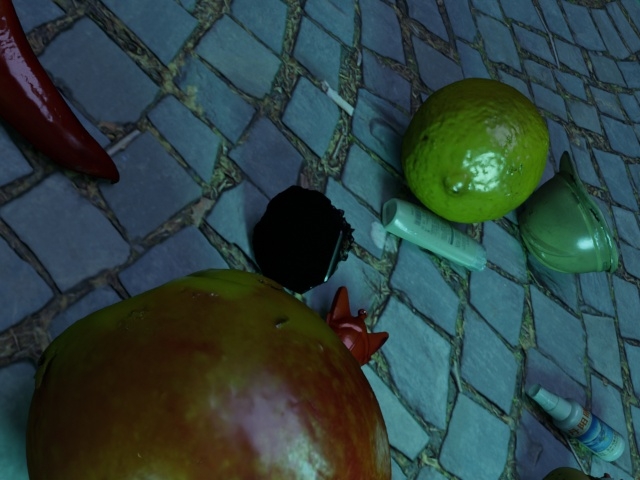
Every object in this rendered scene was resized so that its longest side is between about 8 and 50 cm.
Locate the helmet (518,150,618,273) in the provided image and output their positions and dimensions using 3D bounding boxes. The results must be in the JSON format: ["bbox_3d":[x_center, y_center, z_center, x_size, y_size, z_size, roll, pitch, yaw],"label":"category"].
[{"bbox_3d":[0.455,-0.033,1.649,0.204,0.137,0.257,65,7,-51],"label":"helmet"}]

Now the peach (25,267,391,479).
[{"bbox_3d":[-0.105,0.212,0.842,0.370,0.370,0.370,22,54,-33],"label":"peach"}]

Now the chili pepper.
[{"bbox_3d":[-0.376,-0.222,1.042,0.368,0.092,0.137,66,24,-1],"label":"chili pepper"}]

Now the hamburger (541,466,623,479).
[{"bbox_3d":[0.393,0.429,1.312,0.137,0.175,0.175,27,50,-12],"label":"hamburger"}]

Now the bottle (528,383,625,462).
[{"bbox_3d":[0.444,0.315,1.494,0.217,0.060,0.060,35,47,-21],"label":"bottle"}]

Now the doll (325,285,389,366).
[{"bbox_3d":[0.030,0.154,1.203,0.109,0.057,0.169,48,43,-14],"label":"doll"}]

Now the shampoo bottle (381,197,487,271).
[{"bbox_3d":[0.197,-0.007,1.456,0.212,0.049,0.072,27,43,-28],"label":"shampoo bottle"}]

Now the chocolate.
[{"bbox_3d":[0.000,0.000,1.213,0.133,0.156,0.156,8,61,-54],"label":"chocolate"}]

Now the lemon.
[{"bbox_3d":[0.263,-0.153,1.458,0.267,0.267,0.267,22,54,-33],"label":"lemon"}]
